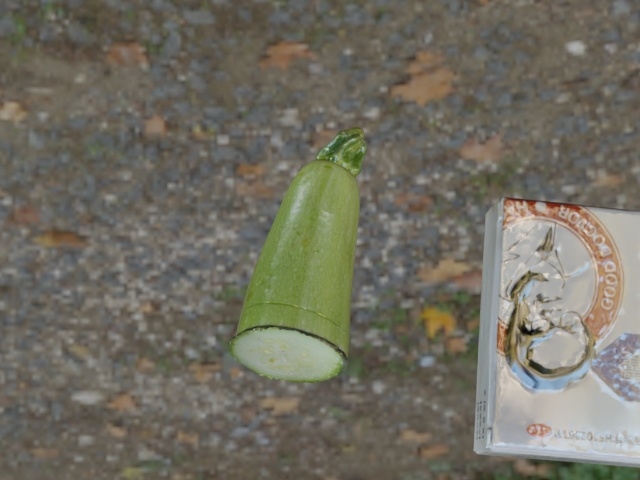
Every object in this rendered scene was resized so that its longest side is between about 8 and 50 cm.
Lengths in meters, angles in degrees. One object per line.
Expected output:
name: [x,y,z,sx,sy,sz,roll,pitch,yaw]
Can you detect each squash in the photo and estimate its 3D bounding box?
squash: [0.000,0.000,1.047,0.094,0.224,0.094,13,154,6]

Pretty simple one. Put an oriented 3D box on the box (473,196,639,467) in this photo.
box: [0.312,0.088,1.095,0.353,0.214,0.069,6,168,-3]
